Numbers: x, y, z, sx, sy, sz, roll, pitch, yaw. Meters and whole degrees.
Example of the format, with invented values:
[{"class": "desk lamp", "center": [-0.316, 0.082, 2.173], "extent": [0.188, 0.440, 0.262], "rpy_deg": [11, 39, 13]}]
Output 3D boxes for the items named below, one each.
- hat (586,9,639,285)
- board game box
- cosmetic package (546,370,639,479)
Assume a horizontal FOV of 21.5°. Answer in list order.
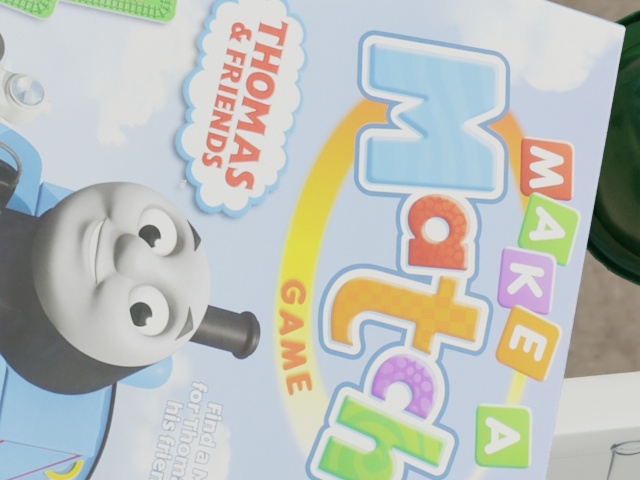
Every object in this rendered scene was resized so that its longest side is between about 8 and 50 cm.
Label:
[{"class": "hat", "center": [0.190, -0.062, 0.969], "extent": [0.183, 0.173, 0.208], "rpy_deg": [-13, 85, -67]}, {"class": "board game box", "center": [-0.038, -0.005, 0.409], "extent": [0.211, 0.039, 0.160], "rpy_deg": [15, 78, -17]}, {"class": "cosmetic package", "center": [0.210, 0.287, 1.822], "extent": [0.377, 0.097, 0.284], "rpy_deg": [-4, 124, -15]}]
